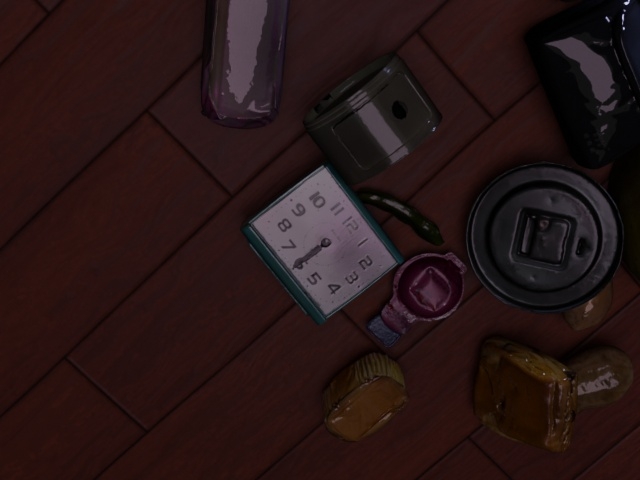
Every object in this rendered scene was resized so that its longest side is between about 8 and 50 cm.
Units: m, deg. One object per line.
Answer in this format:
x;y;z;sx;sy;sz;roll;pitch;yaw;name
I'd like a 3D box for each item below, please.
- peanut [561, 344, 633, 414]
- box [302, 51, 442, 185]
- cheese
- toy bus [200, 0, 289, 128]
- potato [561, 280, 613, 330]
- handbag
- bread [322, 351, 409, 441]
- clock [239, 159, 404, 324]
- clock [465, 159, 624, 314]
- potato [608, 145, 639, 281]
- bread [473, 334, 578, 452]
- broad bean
0.550;0.317;1.974;0.253;0.122;0.137;-27;133;8;peanut
0.095;-0.229;1.742;0.226;0.226;0.149;-36;104;7;box
0.203;0.122;1.932;0.155;0.062;0.244;42;101;-12;cheese
-0.143;-0.392;1.719;0.171;0.162;0.386;4;106;-5;toy bus
0.558;0.117;1.930;0.112;0.112;0.147;13;99;-6;potato
0.572;-0.318;1.768;0.275;0.178;0.301;-26;105;5;handbag
0.093;0.330;1.962;0.190;0.114;0.132;-39;114;17;bread
0.000;0.000;1.869;0.231;0.116;0.262;-38;105;3;clock
0.449;-0.008;1.857;0.313;0.061;0.312;3;101;16;clock
0.697;-0.065;1.796;0.213;0.280;0.330;34;103;-14;potato
0.419;0.324;1.920;0.099;0.235;0.210;-11;111;-38;bread
0.162;-0.053;1.892;0.227;0.039;0.069;26;136;-6;broad bean
